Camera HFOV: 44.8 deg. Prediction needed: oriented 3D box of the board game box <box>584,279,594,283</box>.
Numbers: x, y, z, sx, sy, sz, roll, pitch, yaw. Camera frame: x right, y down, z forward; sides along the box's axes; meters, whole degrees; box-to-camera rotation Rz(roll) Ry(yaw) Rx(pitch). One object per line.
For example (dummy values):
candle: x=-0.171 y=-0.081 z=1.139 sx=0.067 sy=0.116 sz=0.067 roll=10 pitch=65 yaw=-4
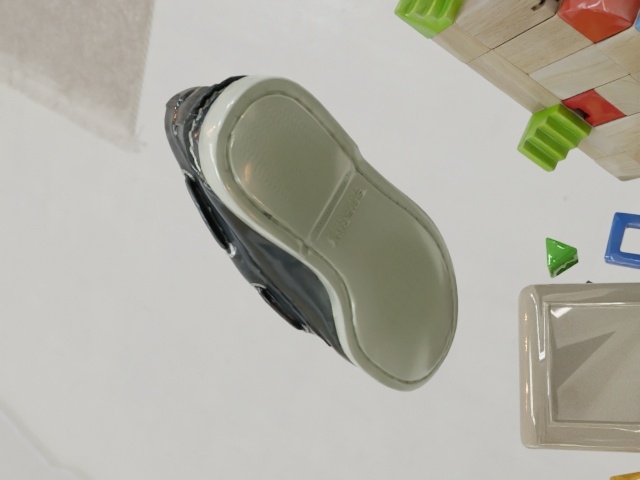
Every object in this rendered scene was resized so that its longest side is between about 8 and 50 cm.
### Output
board game box: x=0.520 y=0.178 z=1.226 sx=0.243 sy=0.042 sz=0.165 roll=30 pitch=150 yaw=45

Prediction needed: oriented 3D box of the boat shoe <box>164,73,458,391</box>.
boat shoe: x=-0.003 y=0.003 z=0.597 sx=0.113 sy=0.340 sz=0.127 roll=20 pitch=74 yaw=44

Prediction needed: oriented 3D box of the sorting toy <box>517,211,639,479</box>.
sorting toy: x=0.307 y=0.133 z=0.806 sx=0.196 sy=0.047 sz=0.348 roll=-4 pitch=61 yaw=20

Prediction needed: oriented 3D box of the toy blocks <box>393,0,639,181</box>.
toy blocks: x=0.299 y=-0.193 z=0.739 sx=0.381 sy=0.191 sz=0.261 roll=31 pitch=163 yaw=-17
